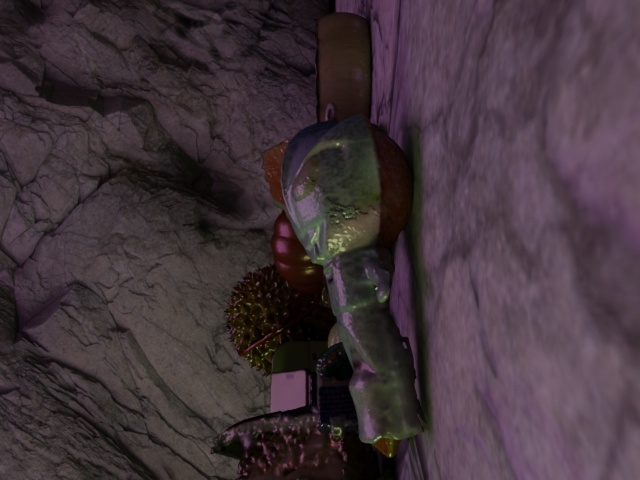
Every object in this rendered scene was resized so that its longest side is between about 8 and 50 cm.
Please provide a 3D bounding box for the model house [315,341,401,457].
[{"bbox_3d":[0.045,0.172,0.498,0.100,0.101,0.087,-95,6,-79],"label":"model house"}]

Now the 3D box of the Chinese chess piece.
[{"bbox_3d":[0.040,-0.320,0.913,0.257,0.104,0.257,-1,-90,-89],"label":"Chinese chess piece"}]

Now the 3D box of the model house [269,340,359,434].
[{"bbox_3d":[0.013,0.278,0.802,0.278,0.205,0.218,111,158,-71],"label":"model house"}]

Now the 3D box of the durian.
[{"bbox_3d":[-0.070,0.213,1.173,0.384,0.348,0.347,33,-134,-42],"label":"durian"}]

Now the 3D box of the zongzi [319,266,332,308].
[{"bbox_3d":[0.065,-0.014,0.646,0.187,0.084,0.184,103,-170,-46],"label":"zongzi"}]

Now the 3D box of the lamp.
[{"bbox_3d":[0.000,0.000,0.915,0.223,0.197,0.223,-26,-58,-50],"label":"lamp"}]

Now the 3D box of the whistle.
[{"bbox_3d":[0.038,0.011,0.449,0.142,0.134,0.346,-29,65,44],"label":"whistle"}]

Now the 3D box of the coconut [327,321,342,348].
[{"bbox_3d":[0.053,0.135,0.594,0.096,0.088,0.087,166,104,-70],"label":"coconut"}]

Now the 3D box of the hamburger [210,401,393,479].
[{"bbox_3d":[-0.020,0.362,0.654,0.192,0.288,0.167,55,-151,-25],"label":"hamburger"}]

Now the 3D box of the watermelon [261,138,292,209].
[{"bbox_3d":[-0.002,-0.134,0.773,0.128,0.146,0.231,60,155,-15],"label":"watermelon"}]

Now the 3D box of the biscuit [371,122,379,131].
[{"bbox_3d":[0.054,-0.106,0.732,0.238,0.041,0.212,99,-172,-63],"label":"biscuit"}]
